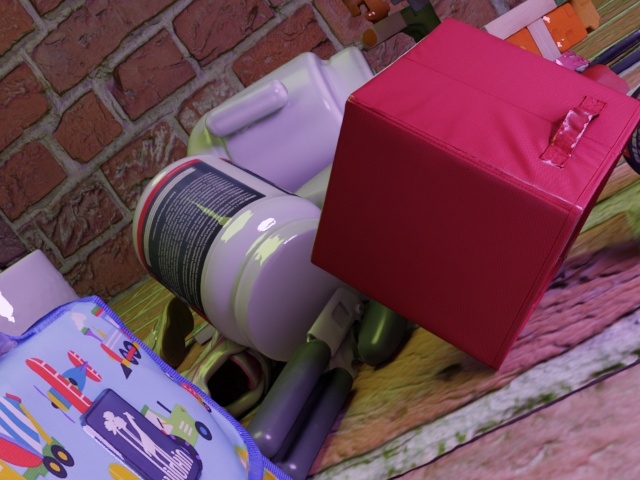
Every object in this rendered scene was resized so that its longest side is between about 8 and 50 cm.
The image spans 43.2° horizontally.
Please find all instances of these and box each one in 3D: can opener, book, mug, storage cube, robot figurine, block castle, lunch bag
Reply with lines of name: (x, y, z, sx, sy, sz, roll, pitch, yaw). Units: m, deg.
can opener: (0.511, -0.315, 1.285, 0.186, 0.073, 0.059, -38, 48, 10)
book: (-0.188, 0.147, 1.599, 0.144, 0.035, 0.096, -39, 6, -7)
mug: (-0.528, 0.246, 1.425, 0.374, 0.328, 0.276, -30, 11, 35)
can opener: (0.015, 0.130, 0.822, 0.095, 0.076, 0.283, -32, 12, 31)
storage cube: (0.130, -0.047, 0.693, 0.183, 0.193, 0.215, -45, -23, -41)
robot figurine: (-0.058, -0.152, 1.254, 0.353, 0.200, 0.300, -29, -27, 12)
block castle: (0.209, -0.319, 1.112, 0.213, 0.453, 0.303, -33, 8, -18)
lunch bag: (-0.084, 0.157, 0.386, 0.138, 0.293, 0.221, -36, 10, 8)

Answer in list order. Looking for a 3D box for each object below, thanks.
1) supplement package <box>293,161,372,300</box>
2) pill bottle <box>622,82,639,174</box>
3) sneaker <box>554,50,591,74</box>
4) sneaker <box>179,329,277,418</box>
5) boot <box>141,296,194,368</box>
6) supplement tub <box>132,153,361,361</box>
supplement package: (0.105, -0.042, 1.016, 0.175, 0.177, 0.293, -39, 9, -19)
pill bottle: (0.322, -0.094, 0.703, 0.108, 0.108, 0.193, -35, 10, 11)
sneaker: (0.381, -0.285, 1.441, 0.299, 0.120, 0.112, -132, 64, -84)
sneaker: (-0.099, 0.160, 1.052, 0.111, 0.103, 0.252, -19, 26, 48)
boot: (-0.341, 0.214, 1.626, 0.165, 0.077, 0.213, -35, 23, 19)
supplement tub: (-0.095, 0.015, 1.007, 0.191, 0.191, 0.272, -40, 41, -19)
